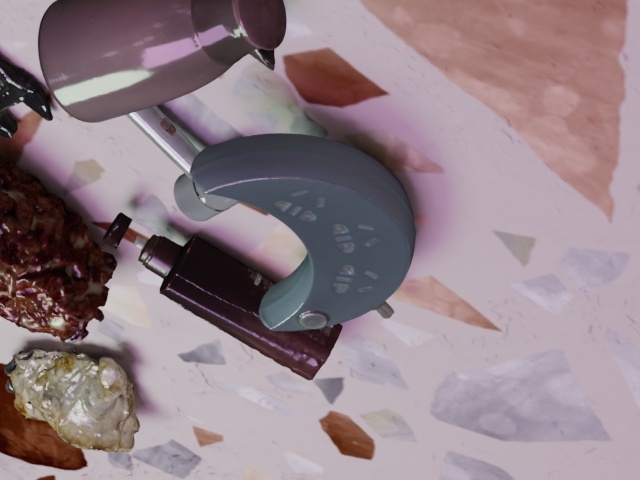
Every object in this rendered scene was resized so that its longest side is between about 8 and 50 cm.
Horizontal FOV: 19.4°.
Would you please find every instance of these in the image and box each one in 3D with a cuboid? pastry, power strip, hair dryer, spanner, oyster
[{"bbox_3d":[-0.284,0.004,1.759,0.097,0.115,0.208,-7,133,45],"label":"pastry"},{"bbox_3d":[0.000,0.000,1.604,0.168,0.054,0.253,-9,141,15],"label":"power strip"},{"bbox_3d":[-0.117,-0.082,1.621,0.137,0.047,0.082,46,138,-15],"label":"hair dryer"},{"bbox_3d":[-0.323,-0.207,1.600,0.087,0.024,0.316,-1,135,28],"label":"spanner"},{"bbox_3d":[-0.262,0.167,1.982,0.163,0.081,0.191,31,140,-2],"label":"oyster"}]

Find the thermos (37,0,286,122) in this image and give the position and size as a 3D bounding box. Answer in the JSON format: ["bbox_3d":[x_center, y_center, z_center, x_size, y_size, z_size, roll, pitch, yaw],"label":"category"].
[{"bbox_3d":[-0.122,-0.177,1.466,0.193,0.105,0.137,-11,100,34],"label":"thermos"}]

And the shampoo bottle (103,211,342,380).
[{"bbox_3d":[-0.094,0.047,1.742,0.236,0.067,0.068,30,152,-8],"label":"shampoo bottle"}]
